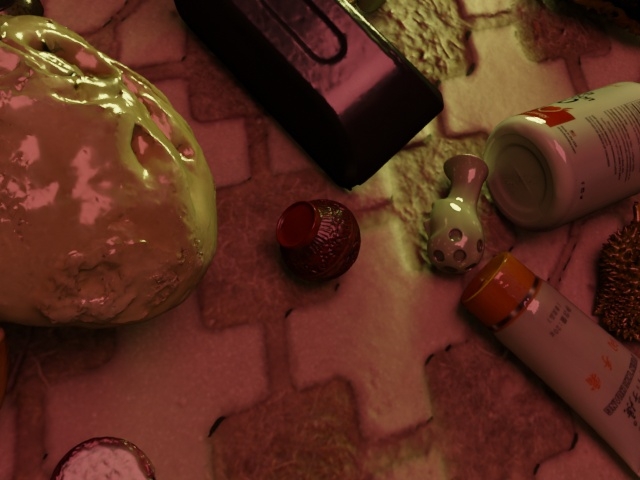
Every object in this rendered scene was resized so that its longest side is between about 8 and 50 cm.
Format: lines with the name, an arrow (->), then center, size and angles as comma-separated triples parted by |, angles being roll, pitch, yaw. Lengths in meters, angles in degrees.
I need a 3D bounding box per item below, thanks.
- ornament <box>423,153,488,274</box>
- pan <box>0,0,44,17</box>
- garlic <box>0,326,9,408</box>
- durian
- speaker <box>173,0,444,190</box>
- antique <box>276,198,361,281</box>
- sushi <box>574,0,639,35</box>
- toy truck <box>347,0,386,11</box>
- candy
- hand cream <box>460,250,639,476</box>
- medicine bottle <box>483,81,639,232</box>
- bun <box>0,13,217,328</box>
ornament -> 0.174, -0.029, 1.016 | 0.081, 0.075, 0.156 | 11, 61, 7
pan -> -0.383, -0.264, 0.962 | 0.128, 0.048, 0.202 | -36, 80, -30
garlic -> -0.364, 0.173, 0.685 | 0.145, 0.164, 0.245 | 30, 63, -23
durian -> 0.445, 0.033, 1.059 | 0.146, 0.102, 0.208 | 11, 58, -6
speaker -> -0.031, -0.266, 0.977 | 0.180, 0.184, 0.388 | -43, 83, -7
antique -> 0.000, 0.000, 0.929 | 0.104, 0.104, 0.104 | 8, 62, -15
sushi -> 0.494, -0.472, 1.274 | 0.348, 0.207, 0.234 | 28, 47, -10
toy truck -> 0.040, -0.383, 1.142 | 0.191, 0.085, 0.116 | -23, 83, -23
candy -> -0.210, 0.242, 0.768 | 0.103, 0.043, 0.103 | 7, 62, -14
hand cream -> 0.310, 0.150, 0.969 | 0.314, 0.089, 0.139 | 39, 60, -5
medicine bottle -> 0.374, -0.124, 1.078 | 0.289, 0.157, 0.157 | -20, 72, -26
bun -> -0.256, -0.079, 0.771 | 0.362, 0.234, 0.326 | 33, 25, 6
